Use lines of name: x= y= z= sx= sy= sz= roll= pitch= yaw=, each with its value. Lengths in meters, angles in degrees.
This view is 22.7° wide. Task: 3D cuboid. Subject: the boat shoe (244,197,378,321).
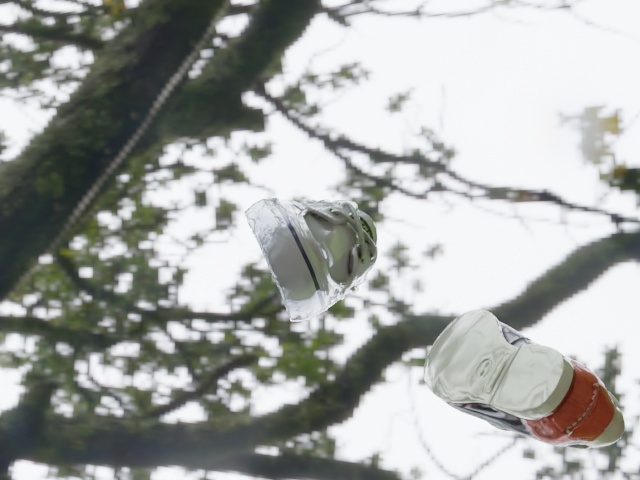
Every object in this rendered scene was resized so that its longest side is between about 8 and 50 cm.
boat shoe: x=0.000 y=0.000 z=1.068 sx=0.076 sy=0.226 sz=0.083 roll=-24 pitch=-87 yaw=1

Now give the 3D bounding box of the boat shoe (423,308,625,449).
boat shoe: x=0.091 y=0.066 z=0.742 sx=0.043 sy=0.137 sz=0.049 roll=32 pitch=-96 yaw=-21
